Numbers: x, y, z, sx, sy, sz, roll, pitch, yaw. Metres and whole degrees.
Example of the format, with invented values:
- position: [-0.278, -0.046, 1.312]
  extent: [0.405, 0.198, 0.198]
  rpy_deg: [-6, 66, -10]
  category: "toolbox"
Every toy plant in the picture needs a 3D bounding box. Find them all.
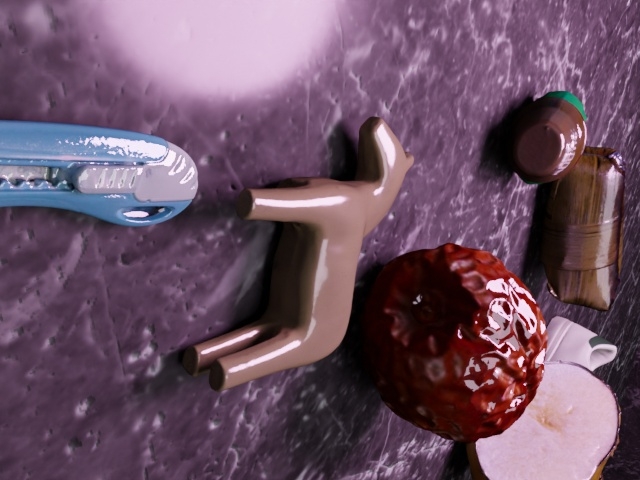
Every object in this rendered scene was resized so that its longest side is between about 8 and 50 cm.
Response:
- position: [0.323, -0.142, 0.929]
  extent: [0.200, 0.105, 0.142]
  rpy_deg: [-29, 139, -59]
  category: "toy plant"

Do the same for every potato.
- position: [0.399, 0.378, 1.198]
  extent: [0.300, 0.246, 0.196]
  rpy_deg: [-43, 149, -24]
  category: "potato"

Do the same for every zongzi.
- position: [0.491, -0.053, 1.203]
  extent: [0.300, 0.139, 0.286]
  rpy_deg: [-38, 129, -58]
  category: "zongzi"

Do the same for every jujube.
- position: [0.159, 0.121, 0.756]
  extent: [0.213, 0.213, 0.232]
  rpy_deg: [-60, 147, -14]
  category: "jujube"

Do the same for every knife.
- position: [-0.155, -0.036, 0.373]
  extent: [0.222, 0.031, 0.064]
  rpy_deg: [-4, 114, -53]
  category: "knife"

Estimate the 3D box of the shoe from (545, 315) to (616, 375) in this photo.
- position: [0.500, 0.324, 1.367]
  extent: [0.363, 0.160, 0.131]
  rpy_deg: [-47, 139, -30]
  category: "shoe"

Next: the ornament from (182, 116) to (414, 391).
- position: [0.000, 0.000, 0.582]
  extent: [0.245, 0.061, 0.230]
  rpy_deg: [-6, 110, -52]
  category: "ornament"

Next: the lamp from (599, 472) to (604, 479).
- position: [0.587, 0.601, 1.606]
  extent: [0.227, 0.227, 0.226]
  rpy_deg: [-30, 130, -43]
  category: "lamp"
